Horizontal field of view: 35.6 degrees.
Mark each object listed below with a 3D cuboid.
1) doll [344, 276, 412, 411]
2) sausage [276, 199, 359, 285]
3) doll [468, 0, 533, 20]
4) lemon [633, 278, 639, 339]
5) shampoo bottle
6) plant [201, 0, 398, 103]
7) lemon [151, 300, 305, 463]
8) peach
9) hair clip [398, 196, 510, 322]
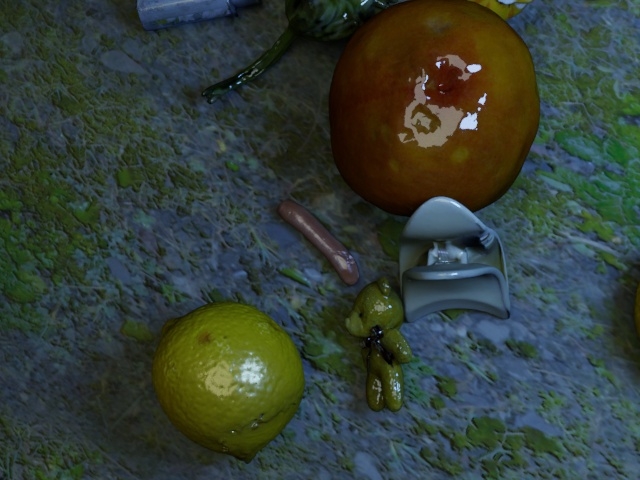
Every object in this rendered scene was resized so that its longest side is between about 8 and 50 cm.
[{"bbox_3d":[0.086,0.167,1.573,0.097,0.137,0.210,0,77,-19],"label":"doll"},{"bbox_3d":[0.000,0.000,1.659,0.043,0.043,0.186,-45,77,4],"label":"sausage"},{"bbox_3d":[0.305,-0.452,1.585,0.269,0.162,0.167,-38,108,0],"label":"doll"},{"bbox_3d":[0.558,0.089,1.457,0.188,0.188,0.257,22,95,13],"label":"lemon"},{"bbox_3d":[-0.211,-0.414,1.736,0.214,0.072,0.072,-8,82,11],"label":"shampoo bottle"},{"bbox_3d":[-0.046,-0.384,1.663,0.333,0.251,0.180,-20,95,38],"label":"plant"},{"bbox_3d":[-0.150,0.211,1.569,0.253,0.228,0.228,43,94,0],"label":"lemon"},{"bbox_3d":[0.169,-0.202,1.508,0.342,0.301,0.343,-1,85,10],"label":"peach"},{"bbox_3d":[0.192,0.036,1.505,0.172,0.282,0.113,-3,70,13],"label":"hair clip"}]
